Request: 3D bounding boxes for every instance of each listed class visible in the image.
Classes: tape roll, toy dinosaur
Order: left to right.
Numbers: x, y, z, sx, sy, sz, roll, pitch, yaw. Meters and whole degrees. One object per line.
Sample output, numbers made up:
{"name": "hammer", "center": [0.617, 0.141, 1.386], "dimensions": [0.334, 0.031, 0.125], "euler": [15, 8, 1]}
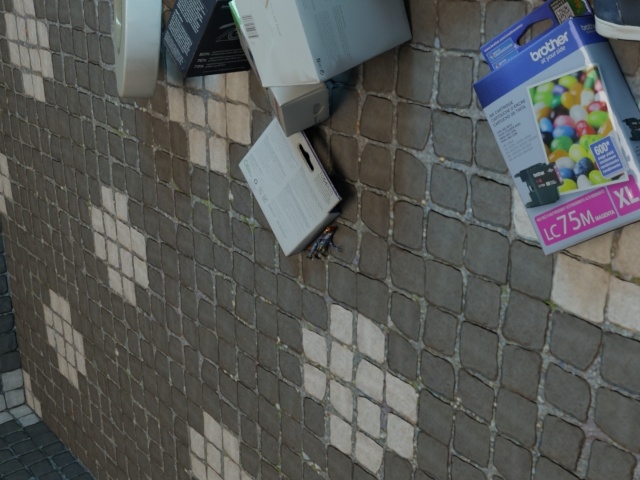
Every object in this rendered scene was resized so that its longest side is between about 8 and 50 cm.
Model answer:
{"name": "tape roll", "center": [-0.384, -0.490, 1.720], "dimensions": [0.392, 0.072, 0.392], "euler": [179, 90, -73]}
{"name": "toy dinosaur", "center": [0.000, 0.000, 1.557], "dimensions": [0.090, 0.047, 0.082], "euler": [47, 118, 46]}

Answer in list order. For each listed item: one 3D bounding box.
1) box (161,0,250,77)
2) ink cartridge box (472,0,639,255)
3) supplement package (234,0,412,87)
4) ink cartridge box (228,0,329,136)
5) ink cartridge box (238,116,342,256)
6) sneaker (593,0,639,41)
{"name": "box", "center": [-0.182, -0.415, 1.540], "dimensions": [0.108, 0.153, 0.207], "euler": [59, 140, 20]}
{"name": "ink cartridge box", "center": [0.313, -0.153, 1.076], "dimensions": [0.186, 0.065, 0.311], "euler": [-30, 78, 52]}
{"name": "supplement package", "center": [-0.002, -0.359, 1.251], "dimensions": [0.149, 0.203, 0.194], "euler": [10, 124, 50]}
{"name": "ink cartridge box", "center": [-0.068, -0.307, 1.430], "dimensions": [0.212, 0.093, 0.154], "euler": [63, 176, 12]}
{"name": "ink cartridge box", "center": [-0.049, -0.116, 1.570], "dimensions": [0.224, 0.045, 0.223], "euler": [-44, 68, 49]}
{"name": "sneaker", "center": [0.379, -0.289, 0.875], "dimensions": [0.226, 0.086, 0.163], "euler": [23, 144, 47]}
